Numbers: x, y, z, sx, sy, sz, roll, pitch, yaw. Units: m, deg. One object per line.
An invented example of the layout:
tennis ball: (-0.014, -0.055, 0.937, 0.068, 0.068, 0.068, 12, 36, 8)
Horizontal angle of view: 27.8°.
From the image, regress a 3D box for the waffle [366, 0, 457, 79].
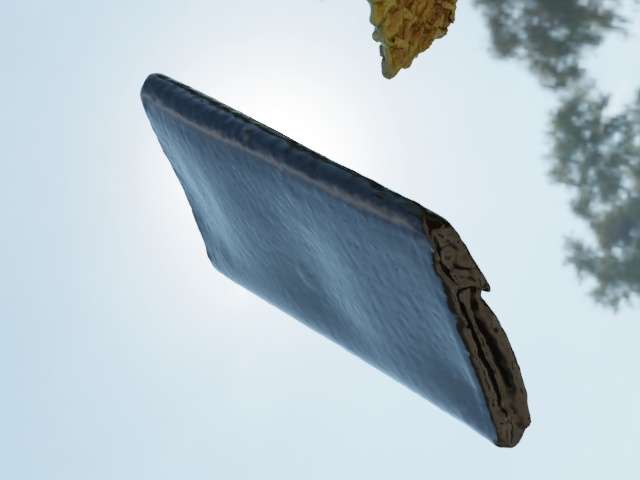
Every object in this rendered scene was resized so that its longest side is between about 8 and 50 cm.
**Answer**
waffle: (0.123, -0.336, 1.617, 0.243, 0.058, 0.238, -49, -33, -39)

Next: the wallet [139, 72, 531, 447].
wallet: (0.000, 0.000, 0.792, 0.044, 0.321, 0.170, -35, -55, -21)
